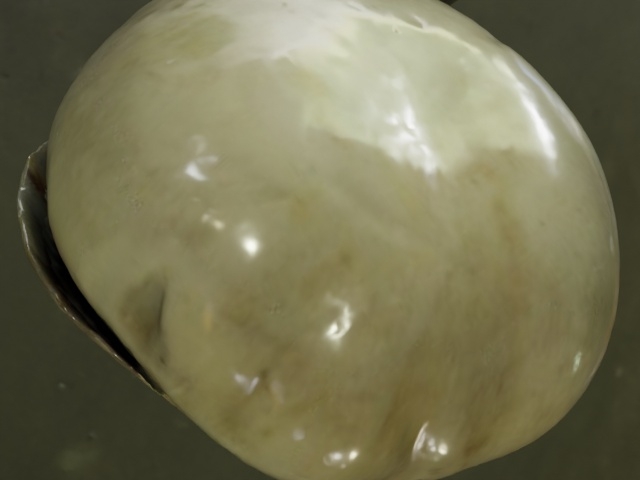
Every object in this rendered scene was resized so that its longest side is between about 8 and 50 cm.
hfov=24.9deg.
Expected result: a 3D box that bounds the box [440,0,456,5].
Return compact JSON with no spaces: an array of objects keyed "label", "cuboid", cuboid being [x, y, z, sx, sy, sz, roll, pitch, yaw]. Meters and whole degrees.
[{"label":"box","cuboid":[0.042,-0.191,0.524,0.231,0.155,0.149,-36,170,5]}]

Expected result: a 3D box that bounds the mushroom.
[{"label":"mushroom","cuboid":[0.000,0.000,0.380,0.154,0.154,0.122,-13,144,-45]}]
